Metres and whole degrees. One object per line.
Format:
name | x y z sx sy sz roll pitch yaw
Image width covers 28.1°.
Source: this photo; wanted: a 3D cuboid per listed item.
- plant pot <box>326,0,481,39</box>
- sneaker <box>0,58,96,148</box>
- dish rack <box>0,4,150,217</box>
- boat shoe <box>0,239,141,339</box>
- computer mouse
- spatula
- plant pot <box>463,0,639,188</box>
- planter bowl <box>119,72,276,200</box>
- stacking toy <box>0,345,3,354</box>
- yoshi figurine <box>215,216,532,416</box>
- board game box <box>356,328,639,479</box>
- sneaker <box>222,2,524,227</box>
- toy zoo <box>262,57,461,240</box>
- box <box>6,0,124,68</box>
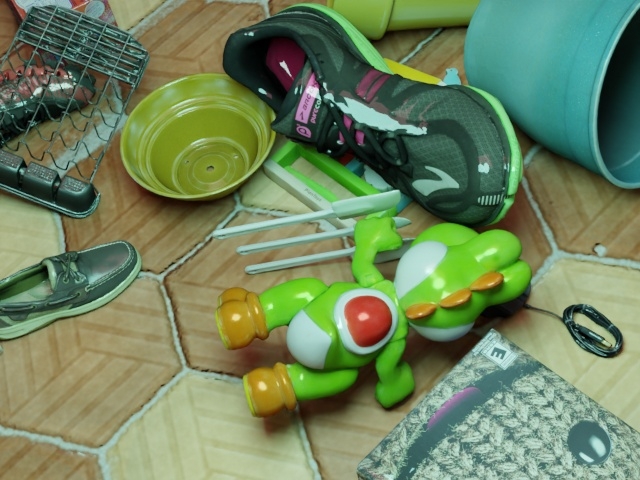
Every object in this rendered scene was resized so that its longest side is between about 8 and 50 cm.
plant pot | 0.140 -0.404 1.824 0.239 0.254 0.254 7 56 -4
sneaker | -0.463 -0.185 1.859 0.276 0.097 0.135 -6 68 -3
dish rack | -0.368 -0.190 1.788 0.208 0.074 0.271 22 73 -3
boat shoe | -0.345 0.056 1.683 0.224 0.073 0.080 -25 56 -7
computer mouse | 0.262 0.077 1.582 0.242 0.041 0.071 23 62 22
spatula | 0.000 0.000 1.611 0.242 0.168 0.019 -12 65 12
plant pot | 0.336 -0.233 1.662 0.255 0.271 0.271 25 63 41
planter bowl | -0.160 -0.121 1.762 0.217 0.090 0.217 -4 55 6
stacking toy | -0.590 0.163 1.621 0.280 0.130 0.309 18 61 21
yoshi figurine | 0.070 0.079 1.523 0.362 0.203 0.203 -20 47 4
board game box | 0.226 0.283 1.386 0.291 0.141 0.232 35 68 29
sneaker | 0.053 -0.148 1.622 0.202 0.185 0.483 -17 38 -41
toy zoo | 0.089 -0.142 1.768 0.192 0.030 0.293 36 69 29
box | -0.418 -0.384 1.967 0.128 0.122 0.257 -29 56 -10
